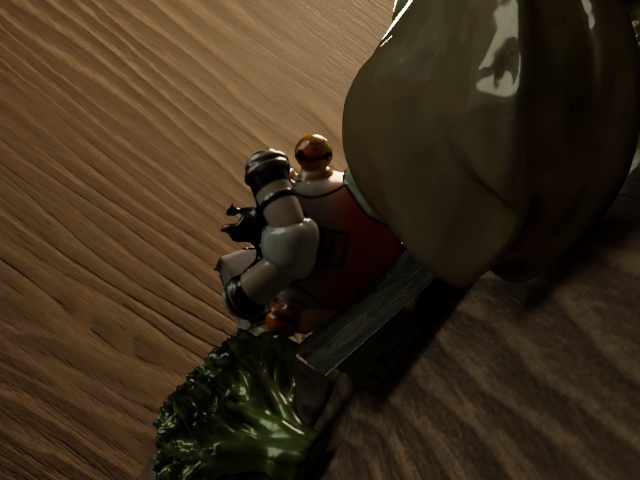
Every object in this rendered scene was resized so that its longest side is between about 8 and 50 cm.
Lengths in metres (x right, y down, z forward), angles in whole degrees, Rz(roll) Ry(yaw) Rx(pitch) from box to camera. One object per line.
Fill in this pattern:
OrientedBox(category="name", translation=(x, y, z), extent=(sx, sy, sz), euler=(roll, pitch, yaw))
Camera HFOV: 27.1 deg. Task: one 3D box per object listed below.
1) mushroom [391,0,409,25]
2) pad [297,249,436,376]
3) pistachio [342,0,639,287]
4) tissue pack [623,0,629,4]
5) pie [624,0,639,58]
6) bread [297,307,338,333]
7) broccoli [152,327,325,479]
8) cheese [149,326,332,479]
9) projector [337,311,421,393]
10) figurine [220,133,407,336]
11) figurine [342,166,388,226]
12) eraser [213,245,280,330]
OrientedBox(category="mushroom", translation=(0.260, -0.350, 2.345), extent=(0.352, 0.260, 0.352), euler=(4, -90, -77))
OrientedBox(category="pad", translation=(0.073, 0.087, 1.826), extent=(0.247, 0.007, 0.367), euler=(-41, 5, -5))
OrientedBox(category="pistachio", translation=(0.178, -0.133, 1.392), extent=(0.445, 0.281, 0.365), euler=(159, 111, -76))
OrientedBox(category="tissue pack", translation=(0.379, -0.369, 1.576), extent=(0.228, 0.128, 0.311), euler=(-33, -4, 15))
OrientedBox(category="pie", translation=(0.374, -0.236, 1.540), extent=(0.201, 0.090, 0.248), euler=(-40, 3, -5))
OrientedBox(category="bread", translation=(0.025, 0.068, 2.337), extent=(0.260, 0.134, 0.129), euler=(-60, 9, -19))
OrientedBox(category="broccoli", translation=(-0.090, 0.274, 1.794), extent=(0.248, 0.245, 0.288), euler=(6, -78, -56))
OrientedBox(category="cheese", translation=(-0.134, 0.291, 2.094), extent=(0.292, 0.153, 0.332), euler=(-53, 4, -5))
OrientedBox(category="projector", translation=(0.072, 0.141, 1.812), extent=(0.115, 0.061, 0.147), euler=(-51, 6, -3))
OrientedBox(category="figurine", translation=(0.002, 0.001, 2.046), extent=(0.323, 0.196, 0.320), euler=(-2, -74, -52))
OrientedBox(category="figurine", translation=(0.196, -0.178, 1.941), extent=(0.340, 0.231, 0.323), euler=(-48, -10, 34))
OrientedBox(category="eraser", translation=(-0.021, 0.046, 2.211), extent=(0.287, 0.130, 0.086), euler=(-21, -9, -21))
